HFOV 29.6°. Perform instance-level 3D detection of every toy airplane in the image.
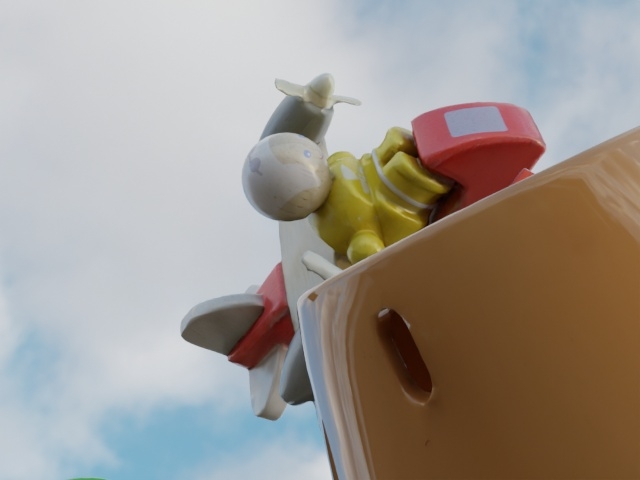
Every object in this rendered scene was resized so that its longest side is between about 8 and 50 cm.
[{"bbox_3d":[0.000,0.000,1.234,0.386,0.384,0.272,10,-26,48],"label":"toy airplane"}]

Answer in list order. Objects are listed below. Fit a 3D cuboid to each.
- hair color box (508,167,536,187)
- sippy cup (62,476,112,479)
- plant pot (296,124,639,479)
[{"bbox_3d":[0.226,0.018,1.014,0.167,0.053,0.093,30,-24,22],"label":"hair color box"},{"bbox_3d":[-0.307,0.464,1.556,0.240,0.305,0.224,-12,-59,2],"label":"sippy cup"},{"bbox_3d":[0.118,0.075,0.553,0.291,0.291,0.203,-29,-95,29],"label":"plant pot"}]
